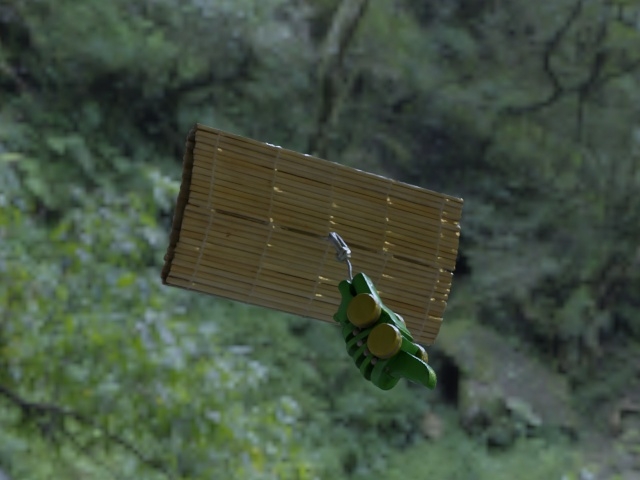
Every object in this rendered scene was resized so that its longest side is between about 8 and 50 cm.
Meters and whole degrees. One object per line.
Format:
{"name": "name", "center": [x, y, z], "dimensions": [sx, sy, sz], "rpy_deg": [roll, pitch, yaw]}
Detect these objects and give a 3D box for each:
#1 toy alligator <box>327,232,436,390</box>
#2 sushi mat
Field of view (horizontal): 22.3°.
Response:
{"name": "toy alligator", "center": [0.036, 0.070, 1.379], "dimensions": [0.056, 0.051, 0.189], "rpy_deg": [38, 13, -49]}
{"name": "sushi mat", "center": [0.000, 0.000, 1.544], "dimensions": [0.316, 0.151, 0.019], "rpy_deg": [15, -5, -32]}
